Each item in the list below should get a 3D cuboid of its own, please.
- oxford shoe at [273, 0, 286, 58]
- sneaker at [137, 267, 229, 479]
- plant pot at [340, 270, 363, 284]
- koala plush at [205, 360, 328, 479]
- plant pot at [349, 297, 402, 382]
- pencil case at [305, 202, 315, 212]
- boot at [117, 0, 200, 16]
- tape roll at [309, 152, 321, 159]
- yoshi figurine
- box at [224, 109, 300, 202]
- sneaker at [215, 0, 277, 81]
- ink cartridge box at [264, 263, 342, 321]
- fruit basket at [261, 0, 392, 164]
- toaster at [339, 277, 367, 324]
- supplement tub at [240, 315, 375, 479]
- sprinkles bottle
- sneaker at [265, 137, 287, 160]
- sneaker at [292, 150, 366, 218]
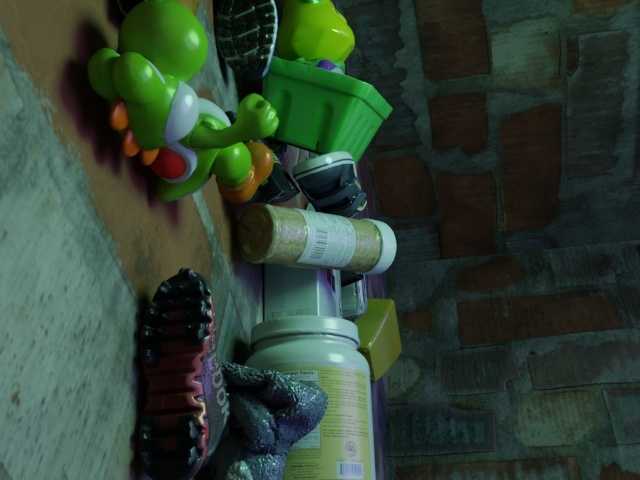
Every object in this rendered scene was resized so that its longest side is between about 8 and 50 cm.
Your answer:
[{"bbox_3d":[-0.085,-0.484,1.838,0.123,0.130,0.348,-84,165,-51],"label":"oxford shoe"},{"bbox_3d":[-0.178,0.180,1.018,0.135,0.098,0.276,54,33,-70],"label":"sneaker"},{"bbox_3d":[0.022,0.047,2.029,0.188,0.167,0.187,24,61,-80],"label":"plant pot"},{"bbox_3d":[-0.101,0.318,1.171,0.196,0.203,0.221,62,36,-64],"label":"koala plush"},{"bbox_3d":[0.115,0.315,2.333,0.187,0.212,0.212,-61,146,-52],"label":"plant pot"},{"bbox_3d":[0.035,-0.023,2.284,0.273,0.113,0.124,65,-1,-59],"label":"pencil case"},{"bbox_3d":[-0.223,-0.422,1.108,0.211,0.104,0.295,44,45,-75],"label":"boot"},{"bbox_3d":[0.022,-0.217,2.456,0.219,0.072,0.219,-7,90,-79],"label":"tape roll"},{"bbox_3d":[-0.177,-0.194,1.042,0.362,0.203,0.203,48,22,-70],"label":"yoshi figurine"},{"bbox_3d":[-0.119,-0.159,1.485,0.184,0.045,0.191,54,9,3],"label":"box"},{"bbox_3d":[-0.137,-0.475,1.553,0.147,0.130,0.330,40,45,-72],"label":"sneaker"},{"bbox_3d":[-0.034,0.141,1.749,0.272,0.130,0.309,57,29,-65],"label":"ink cartridge box"},{"bbox_3d":[0.015,-0.376,1.707,0.392,0.283,0.392,19,90,-78],"label":"fruit basket"},{"bbox_3d":[0.053,0.136,2.205,0.129,0.146,0.227,15,70,-80],"label":"toaster"},{"bbox_3d":[-0.025,0.322,1.379,0.241,0.241,0.331,62,24,-65],"label":"supplement tub"},{"bbox_3d":[0.000,0.000,1.563,0.355,0.121,0.121,8,73,-44],"label":"sprinkles bottle"},{"bbox_3d":[-0.104,-0.243,1.826,0.059,0.053,0.144,75,21,-44],"label":"sneaker"},{"bbox_3d":[0.031,-0.109,1.632,0.321,0.126,0.127,4,69,-78],"label":"sneaker"}]
